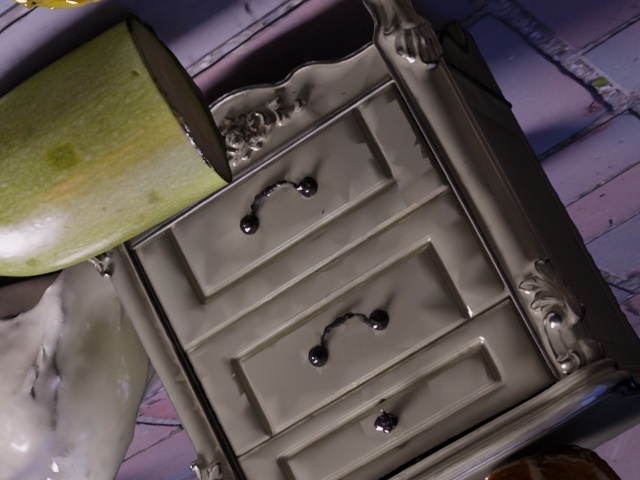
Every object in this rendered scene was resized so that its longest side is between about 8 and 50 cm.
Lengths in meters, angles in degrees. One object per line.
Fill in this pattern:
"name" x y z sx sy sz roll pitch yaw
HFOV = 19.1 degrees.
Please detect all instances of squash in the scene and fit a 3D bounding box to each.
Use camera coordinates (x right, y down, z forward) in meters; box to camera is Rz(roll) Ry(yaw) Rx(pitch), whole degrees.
"squash" -0.154 -0.046 1.135 0.187 0.123 0.123 -27 164 13

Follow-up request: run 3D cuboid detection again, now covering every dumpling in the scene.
"dumpling" -0.194 0.132 1.459 0.243 0.187 0.318 -1 147 -49

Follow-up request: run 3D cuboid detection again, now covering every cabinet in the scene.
"cabinet" 0.033 0.032 1.290 0.290 0.318 0.227 -32 164 17

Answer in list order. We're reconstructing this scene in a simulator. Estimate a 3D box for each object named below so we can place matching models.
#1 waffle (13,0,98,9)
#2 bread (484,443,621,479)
"waffle" -0.055 -0.200 0.919 0.281 0.060 0.262 -13 162 -34
"bread" 0.135 0.168 1.159 0.105 0.076 0.233 -20 174 18
